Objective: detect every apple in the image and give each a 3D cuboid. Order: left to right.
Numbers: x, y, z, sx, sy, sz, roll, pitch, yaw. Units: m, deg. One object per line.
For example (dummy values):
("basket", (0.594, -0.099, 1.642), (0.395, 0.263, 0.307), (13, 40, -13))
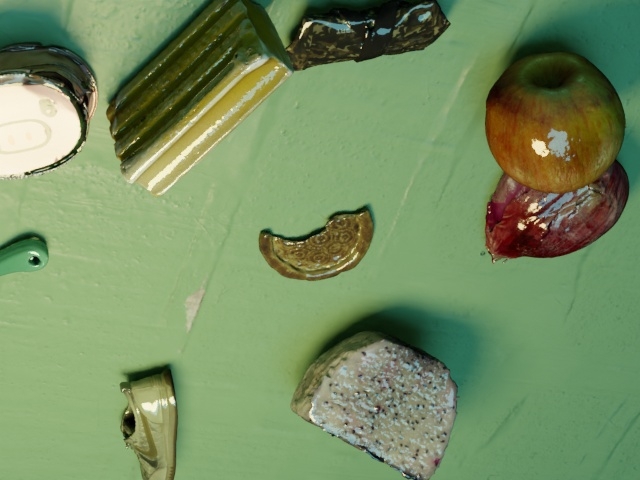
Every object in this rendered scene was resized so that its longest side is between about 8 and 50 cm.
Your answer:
("apple", (0.356, -0.180, 1.798), (0.211, 0.211, 0.188), (-17, 134, -1))

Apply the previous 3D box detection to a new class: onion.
("onion", (0.390, -0.040, 1.982), (0.227, 0.120, 0.283), (28, 117, -26))

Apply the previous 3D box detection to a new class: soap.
("soap", (-0.176, -0.210, 1.661), (0.274, 0.173, 0.089), (-40, 135, 19))

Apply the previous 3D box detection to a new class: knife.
("knife", (-0.550, 0.059, 1.877), (0.260, 0.034, 0.063), (-20, 137, 9))

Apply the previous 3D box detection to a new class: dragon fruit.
("dragon fruit", (0.101, 0.276, 2.122), (0.283, 0.204, 0.221), (29, 89, -15))

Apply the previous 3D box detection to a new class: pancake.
("pancake", (0.000, 0.000, 1.975), (0.184, 0.020, 0.190), (34, 114, -33))

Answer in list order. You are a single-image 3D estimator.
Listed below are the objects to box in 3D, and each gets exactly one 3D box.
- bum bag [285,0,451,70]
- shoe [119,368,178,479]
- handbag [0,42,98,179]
("bum bag", (0.068, -0.301, 1.715), (0.248, 0.069, 0.102), (-13, 166, -6))
("shoe", (-0.311, 0.349, 2.127), (0.098, 0.103, 0.275), (-2, 123, -12))
("handbag", (-0.415, -0.181, 1.656), (0.205, 0.116, 0.179), (-11, 129, -4))
